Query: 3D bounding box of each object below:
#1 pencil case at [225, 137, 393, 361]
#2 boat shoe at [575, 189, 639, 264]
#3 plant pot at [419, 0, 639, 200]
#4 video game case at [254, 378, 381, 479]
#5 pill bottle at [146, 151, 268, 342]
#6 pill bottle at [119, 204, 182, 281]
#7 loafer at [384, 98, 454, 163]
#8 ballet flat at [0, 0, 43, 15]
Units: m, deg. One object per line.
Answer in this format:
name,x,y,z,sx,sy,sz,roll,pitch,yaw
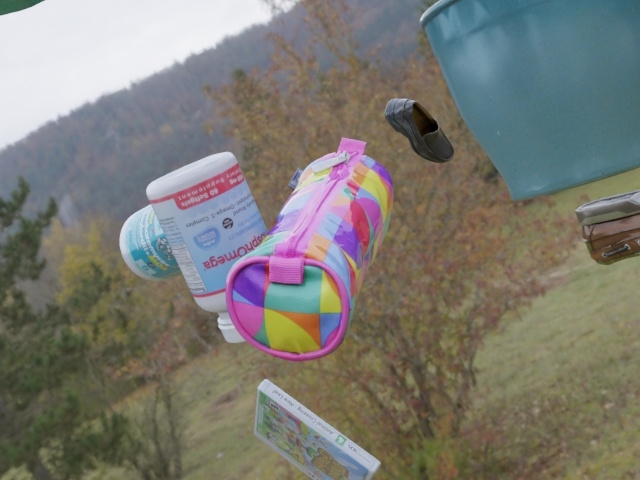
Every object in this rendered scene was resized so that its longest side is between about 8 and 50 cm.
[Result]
pencil case,0.000,0.000,0.674,0.104,0.104,0.236,-24,19,22
boat shoe,0.542,-0.030,1.226,0.110,0.104,0.307,-24,8,-41
plant pot,0.290,-0.192,1.000,0.271,0.255,0.271,-18,1,0
video game case,-0.013,0.298,1.175,0.023,0.193,0.212,-49,-15,-28
pill bottle,-0.087,0.007,0.741,0.087,0.160,0.087,-22,13,5
pill bottle,-0.248,-0.019,1.495,0.264,0.146,0.146,-21,8,48
loafer,0.190,-0.193,1.469,0.061,0.170,0.062,1,64,53
ballet flat,-0.190,-0.207,0.561,0.247,0.083,0.087,-16,8,-19
